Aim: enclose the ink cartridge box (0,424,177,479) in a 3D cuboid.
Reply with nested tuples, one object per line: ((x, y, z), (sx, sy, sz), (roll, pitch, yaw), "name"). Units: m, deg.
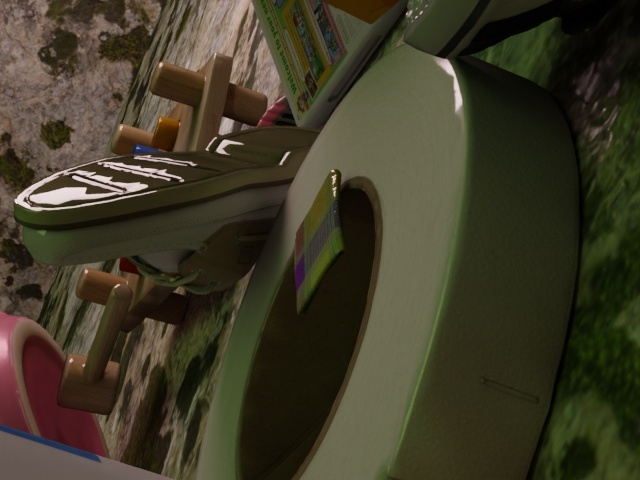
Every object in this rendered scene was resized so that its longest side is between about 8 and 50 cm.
((-0.244, 0.340, 0.945), (0.166, 0.285, 0.395), (-94, 29, -58), "ink cartridge box")

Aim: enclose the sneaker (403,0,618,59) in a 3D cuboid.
((0.134, -0.157, 0.586), (0.321, 0.127, 0.126), (132, 156, -70), "sneaker")

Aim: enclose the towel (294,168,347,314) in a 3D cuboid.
((0.000, 0.000, 0.785), (0.083, 0.009, 0.060), (-93, 29, -53), "towel")

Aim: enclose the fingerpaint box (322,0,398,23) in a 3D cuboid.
((0.097, -0.437, 0.918), (0.371, 0.163, 0.445), (-30, 42, 60), "fingerpaint box")

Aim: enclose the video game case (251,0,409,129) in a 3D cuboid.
((-0.004, -0.235, 1.155), (0.193, 0.023, 0.212), (-51, 52, 49), "video game case")

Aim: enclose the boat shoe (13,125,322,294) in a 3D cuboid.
((-0.089, -0.012, 0.961), (0.113, 0.302, 0.103), (16, 111, 38), "boat shoe")

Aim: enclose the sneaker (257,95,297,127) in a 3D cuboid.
((-0.044, -0.089, 1.251), (0.057, 0.047, 0.119), (-82, 17, -72), "sneaker")

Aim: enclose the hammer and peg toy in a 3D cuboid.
((-0.168, 0.003, 1.394), (0.266, 0.127, 0.361), (141, 142, -62), "hammer and peg toy")

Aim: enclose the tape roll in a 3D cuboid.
((0.021, 0.071, 0.781), (0.392, 0.072, 0.392), (-160, 90, -75), "tape roll")

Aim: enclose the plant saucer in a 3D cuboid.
((-0.307, 0.212, 1.405), (0.084, 0.332, 0.332), (-24, 24, 2), "plant saucer")
